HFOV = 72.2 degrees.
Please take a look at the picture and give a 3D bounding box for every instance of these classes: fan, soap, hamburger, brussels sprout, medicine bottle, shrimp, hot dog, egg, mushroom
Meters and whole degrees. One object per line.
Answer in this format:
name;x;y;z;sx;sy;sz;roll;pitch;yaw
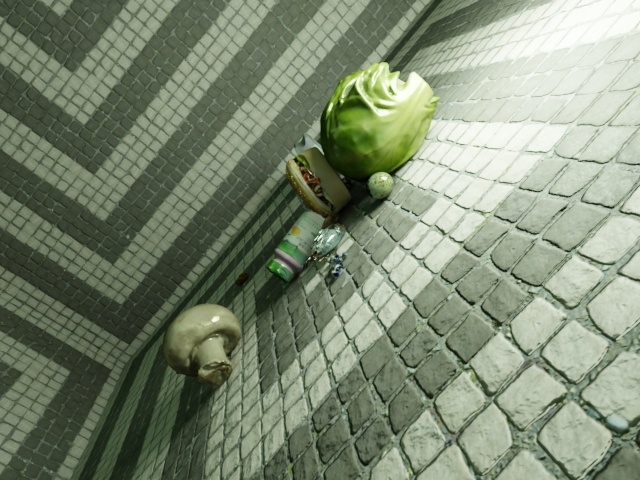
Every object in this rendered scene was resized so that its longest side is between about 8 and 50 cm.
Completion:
fan;0.000;0.000;1.607;0.227;0.008;0.152;-61;-15;14
soap;-0.037;-0.477;2.426;0.115;0.208;0.347;-47;17;11
hamburger;-0.010;-0.222;1.712;0.170;0.302;0.302;-36;19;5
brussels sprout;0.172;-0.381;1.520;0.425;0.342;0.361;-158;89;-77
medicine bottle;-0.085;0.025;1.660;0.274;0.133;0.133;-55;18;-10
shrimp;0.007;0.015;1.511;0.079;0.090;0.233;5;41;45
hot dog;-0.413;0.200;2.285;0.083;0.035;0.058;-40;17;31
egg;0.194;-0.180;1.454;0.110;0.085;0.085;-27;29;58
mushroom;-0.414;0.393;1.615;0.298;0.297;0.290;-51;54;1

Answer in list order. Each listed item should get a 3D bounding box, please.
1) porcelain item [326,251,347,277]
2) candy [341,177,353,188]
porcelain item;0.059;0.065;1.404;0.075;0.021;0.136;-44;19;8
candy;0.096;-0.220;1.850;0.226;0.051;0.094;-48;28;15
